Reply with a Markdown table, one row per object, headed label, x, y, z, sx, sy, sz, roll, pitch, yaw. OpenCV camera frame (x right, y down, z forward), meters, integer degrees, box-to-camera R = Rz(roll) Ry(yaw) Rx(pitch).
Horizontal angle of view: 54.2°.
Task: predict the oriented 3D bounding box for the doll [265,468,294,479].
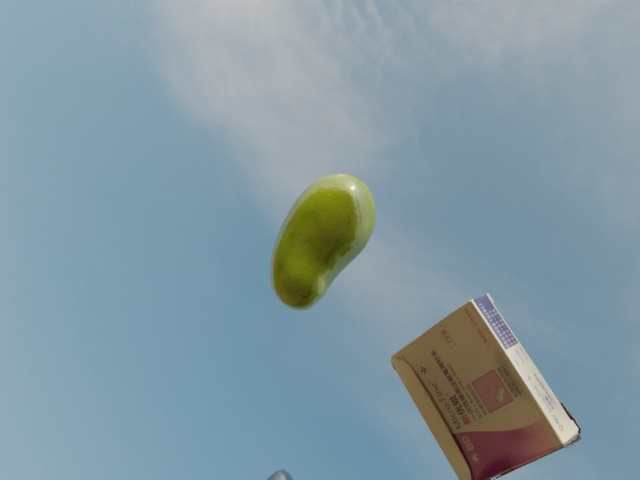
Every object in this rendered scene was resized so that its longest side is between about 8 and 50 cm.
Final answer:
| label | x | y | z | sx | sy | sz | roll | pitch | yaw |
| --- | --- | --- | --- | --- | --- | --- | --- | --- | --- |
| doll | -0.035 | 0.282 | 0.654 | 0.083 | 0.050 | 0.076 | 46 | -17 | 20 |

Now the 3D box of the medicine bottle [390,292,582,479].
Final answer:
| label | x | y | z | sx | sy | sz | roll | pitch | yaw |
| --- | --- | --- | --- | --- | --- | --- | --- | --- | --- |
| medicine bottle | 0.201 | 0.195 | 0.795 | 0.171 | 0.052 | 0.201 | -44 | -112 | 39 |

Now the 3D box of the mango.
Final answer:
| label | x | y | z | sx | sy | sz | roll | pitch | yaw |
| --- | --- | --- | --- | --- | --- | --- | --- | --- | --- |
| mango | 0.000 | 0.000 | 1.216 | 0.175 | 0.143 | 0.293 | 18 | -110 | 34 |
